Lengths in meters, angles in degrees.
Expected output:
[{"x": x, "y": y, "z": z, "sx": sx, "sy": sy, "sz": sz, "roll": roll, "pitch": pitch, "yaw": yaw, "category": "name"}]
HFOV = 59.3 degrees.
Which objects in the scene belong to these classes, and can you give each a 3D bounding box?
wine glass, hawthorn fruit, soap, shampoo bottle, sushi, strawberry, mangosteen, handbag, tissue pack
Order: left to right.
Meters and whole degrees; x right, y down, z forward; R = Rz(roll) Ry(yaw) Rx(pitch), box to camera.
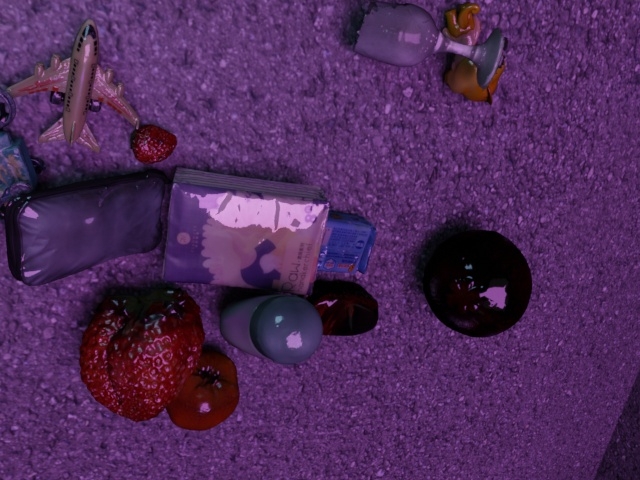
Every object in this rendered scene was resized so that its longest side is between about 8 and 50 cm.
[{"x": -0.443, "y": -0.032, "z": 1.115, "sx": 0.332, "sy": 0.075, "sz": 0.191, "roll": -20, "pitch": 131, "yaw": -45, "category": "handbag"}, {"x": -0.384, "y": 0.255, "z": 1.250, "sx": 0.239, "sy": 0.250, "sz": 0.288, "roll": -13, "pitch": 102, "yaw": -64, "category": "strawberry"}, {"x": -0.339, "y": -0.197, "z": 1.141, "sx": 0.096, "sy": 0.083, "sz": 0.083, "roll": -21, "pitch": 124, "yaw": -29, "category": "strawberry"}, {"x": -0.310, "y": 0.391, "z": 1.416, "sx": 0.197, "sy": 0.196, "sz": 0.225, "roll": 7, "pitch": 135, "yaw": -31, "category": "hawthorn fruit"}, {"x": -0.164, "y": -0.015, "z": 1.248, "sx": 0.344, "sy": 0.125, "sz": 0.242, "roll": 7, "pitch": 113, "yaw": -12, "category": "tissue pack"}, {"x": -0.106, "y": 0.197, "z": 1.289, "sx": 0.222, "sy": 0.349, "sz": 0.151, "roll": 7, "pitch": 84, "yaw": -19, "category": "shampoo bottle"}, {"x": 0.000, "y": 0.000, "z": 1.421, "sx": 0.293, "sy": 0.077, "sz": 0.156, "roll": 8, "pitch": 112, "yaw": -30, "category": "soap"}, {"x": 0.042, "y": 0.181, "z": 1.515, "sx": 0.225, "sy": 0.126, "sz": 0.136, "roll": 7, "pitch": 113, "yaw": -24, "category": "sushi"}, {"x": 0.233, "y": -0.430, "z": 1.223, "sx": 0.321, "sy": 0.143, "sz": 0.143, "roll": 12, "pitch": 111, "yaw": -7, "category": "wine glass"}, {"x": 0.459, "y": 0.112, "z": 1.610, "sx": 0.347, "sy": 0.307, "sz": 0.306, "roll": -23, "pitch": 130, "yaw": -54, "category": "mangosteen"}]

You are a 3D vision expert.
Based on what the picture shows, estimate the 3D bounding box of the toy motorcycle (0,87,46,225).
[{"x": -0.616, "y": -0.130, "z": 1.009, "sx": 0.199, "sy": 0.109, "sz": 0.296, "roll": -11, "pitch": 127, "yaw": -9, "category": "toy motorcycle"}]

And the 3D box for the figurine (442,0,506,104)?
[{"x": 0.370, "y": -0.446, "z": 1.364, "sx": 0.156, "sy": 0.131, "sz": 0.246, "roll": -25, "pitch": 113, "yaw": 9, "category": "figurine"}]

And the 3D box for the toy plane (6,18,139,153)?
[{"x": -0.443, "y": -0.283, "z": 1.032, "sx": 0.229, "sy": 0.092, "sz": 0.244, "roll": 8, "pitch": 111, "yaw": -28, "category": "toy plane"}]
